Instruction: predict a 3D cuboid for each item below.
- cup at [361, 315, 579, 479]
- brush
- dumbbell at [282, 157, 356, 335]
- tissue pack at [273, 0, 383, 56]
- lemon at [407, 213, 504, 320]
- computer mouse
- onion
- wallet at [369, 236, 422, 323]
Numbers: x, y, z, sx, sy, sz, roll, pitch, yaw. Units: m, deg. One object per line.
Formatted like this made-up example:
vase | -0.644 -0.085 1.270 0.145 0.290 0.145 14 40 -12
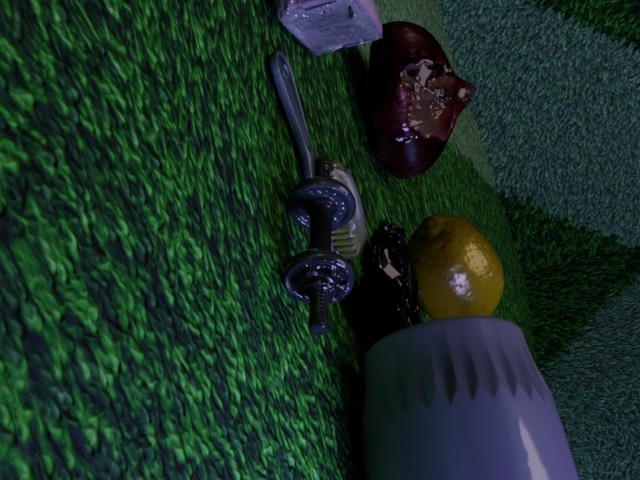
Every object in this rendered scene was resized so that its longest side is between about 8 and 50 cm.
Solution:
cup | 0.178 0.293 1.092 0.253 0.253 0.371 48 31 -58
brush | 0.005 -0.097 1.182 0.068 0.060 0.296 -51 125 -67
dumbbell | 0.000 0.000 1.050 0.254 0.082 0.081 -88 157 -43
tissue pack | -0.009 -0.413 1.288 0.201 0.124 0.271 17 59 -70
lemon | 0.224 0.053 1.609 0.207 0.170 0.170 56 25 -32
computer mouse | 0.089 0.083 1.261 0.146 0.078 0.241 -79 161 -60
onion | 0.172 -0.245 1.629 0.272 0.195 0.272 -8 90 -81
wallet | 0.130 0.150 1.415 0.169 0.044 0.317 25 55 -71
